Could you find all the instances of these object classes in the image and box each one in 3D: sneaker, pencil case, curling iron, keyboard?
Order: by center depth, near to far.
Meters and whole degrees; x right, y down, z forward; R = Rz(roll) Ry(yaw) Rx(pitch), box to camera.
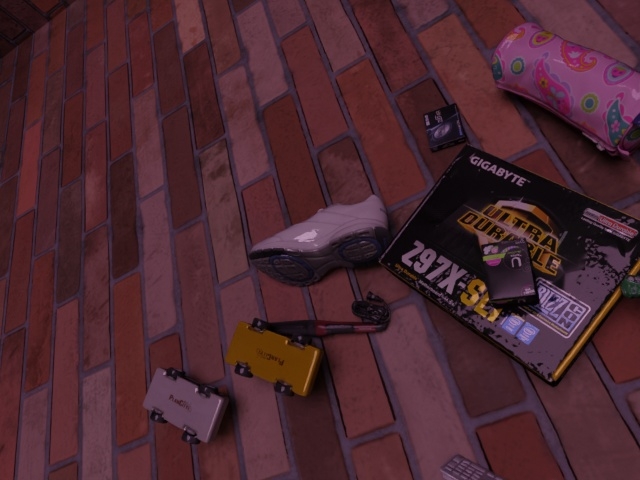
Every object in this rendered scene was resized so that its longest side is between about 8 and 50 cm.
[{"bbox_3d":[0.280,0.345,0.607,0.256,0.072,0.014,19,103,34],"label":"keyboard"},{"bbox_3d":[0.412,-0.246,0.778,0.124,0.124,0.284,-43,56,5],"label":"pencil case"},{"bbox_3d":[-0.001,0.146,0.874,0.274,0.035,0.068,-13,58,22],"label":"curling iron"},{"bbox_3d":[0.000,0.000,0.917,0.297,0.111,0.129,-12,42,23],"label":"sneaker"}]

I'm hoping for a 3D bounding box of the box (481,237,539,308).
[{"bbox_3d":[0.264,0.047,0.671,0.062,0.052,0.083,-11,64,26],"label":"box"}]

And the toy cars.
[{"bbox_3d":[-0.155,0.259,0.880,0.394,0.087,0.176,-30,57,18],"label":"toy cars"}]

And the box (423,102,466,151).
[{"bbox_3d":[0.236,-0.216,0.921,0.067,0.018,0.083,-15,62,22],"label":"box"}]

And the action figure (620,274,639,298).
[{"bbox_3d":[0.493,0.047,0.581,0.232,0.137,0.063,-9,106,16],"label":"action figure"}]

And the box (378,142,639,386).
[{"bbox_3d":[0.290,0.022,0.747,0.322,0.079,0.257,37,90,35],"label":"box"}]
